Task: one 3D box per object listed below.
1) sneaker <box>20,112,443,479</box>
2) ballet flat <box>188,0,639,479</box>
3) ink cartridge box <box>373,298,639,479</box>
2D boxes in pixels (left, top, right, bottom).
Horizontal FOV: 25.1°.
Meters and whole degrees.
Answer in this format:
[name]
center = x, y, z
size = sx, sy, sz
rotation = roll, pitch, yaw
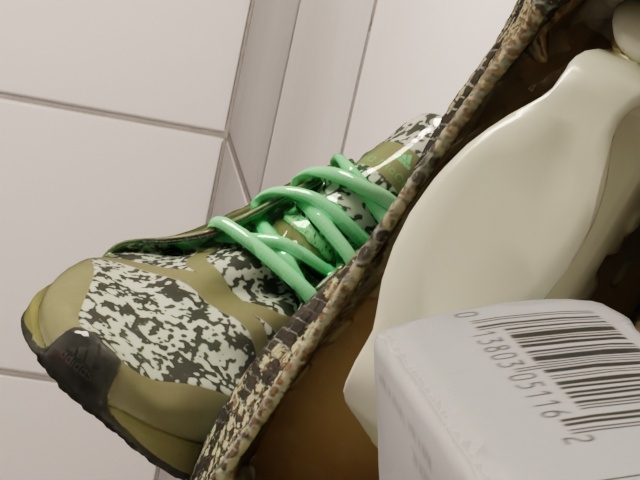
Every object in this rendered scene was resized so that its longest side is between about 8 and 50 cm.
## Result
[sneaker]
center = 0.000, 0.000, 0.795
size = 0.410, 0.158, 0.182
rotation = -17, -37, -59
[ballet flat]
center = 0.037, 0.073, 0.585
size = 0.483, 0.164, 0.182
rotation = -61, -14, 9
[ink cartridge box]
center = 0.093, 0.239, 0.382
size = 0.308, 0.091, 0.385
rotation = -126, 30, -74
